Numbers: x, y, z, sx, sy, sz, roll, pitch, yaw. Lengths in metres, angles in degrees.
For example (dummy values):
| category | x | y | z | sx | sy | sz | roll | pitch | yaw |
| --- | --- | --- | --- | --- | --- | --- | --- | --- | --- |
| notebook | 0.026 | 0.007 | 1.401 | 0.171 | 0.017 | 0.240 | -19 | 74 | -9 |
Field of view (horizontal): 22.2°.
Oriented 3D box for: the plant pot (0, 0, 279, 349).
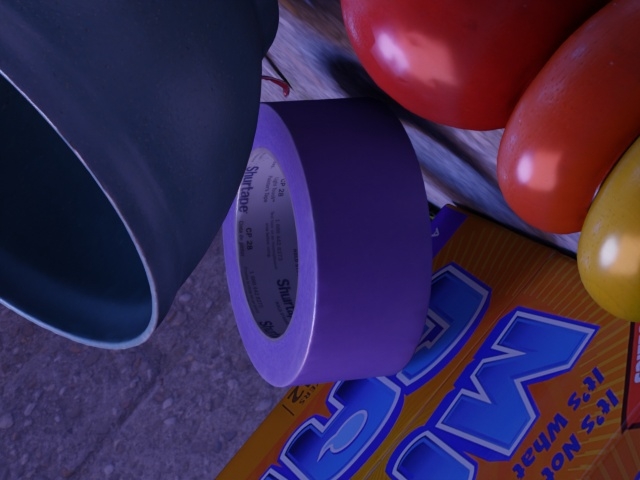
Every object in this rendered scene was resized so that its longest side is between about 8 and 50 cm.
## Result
| category | x | y | z | sx | sy | sz | roll | pitch | yaw |
| --- | --- | --- | --- | --- | --- | --- | --- | --- | --- |
| plant pot | -0.147 | -0.108 | 0.927 | 0.293 | 0.196 | 0.293 | 31 | 152 | 19 |

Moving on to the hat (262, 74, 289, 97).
| category | x | y | z | sx | sy | sz | roll | pitch | yaw |
| --- | --- | --- | --- | --- | --- | --- | --- | --- | --- |
| hat | -0.089 | -0.124 | 1.159 | 0.183 | 0.208 | 0.173 | 23 | 137 | -12 |

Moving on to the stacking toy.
| category | x | y | z | sx | sy | sz | roll | pitch | yaw |
| --- | --- | --- | --- | --- | --- | --- | --- | --- | --- |
| stacking toy | 0.135 | -0.002 | 0.471 | 0.330 | 0.141 | 0.141 | 46 | 178 | 19 |

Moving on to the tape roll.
| category | x | y | z | sx | sy | sz | roll | pitch | yaw |
| --- | --- | --- | --- | --- | --- | --- | --- | --- | --- |
| tape roll | 0.000 | 0.000 | 1.082 | 0.080 | 0.189 | 0.189 | -5 | -165 | -21 |

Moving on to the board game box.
| category | x | y | z | sx | sy | sz | roll | pitch | yaw |
| --- | --- | --- | --- | --- | --- | --- | --- | --- | --- |
| board game box | 0.159 | 0.248 | 1.106 | 0.356 | 0.356 | 0.356 | 42 | 176 | -23 |

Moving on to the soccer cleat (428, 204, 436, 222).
| category | x | y | z | sx | sy | sz | roll | pitch | yaw |
| --- | --- | --- | --- | --- | --- | --- | --- | --- | --- |
| soccer cleat | 0.056 | -0.005 | 1.312 | 0.179 | 0.072 | 0.060 | 37 | 175 | 34 |
